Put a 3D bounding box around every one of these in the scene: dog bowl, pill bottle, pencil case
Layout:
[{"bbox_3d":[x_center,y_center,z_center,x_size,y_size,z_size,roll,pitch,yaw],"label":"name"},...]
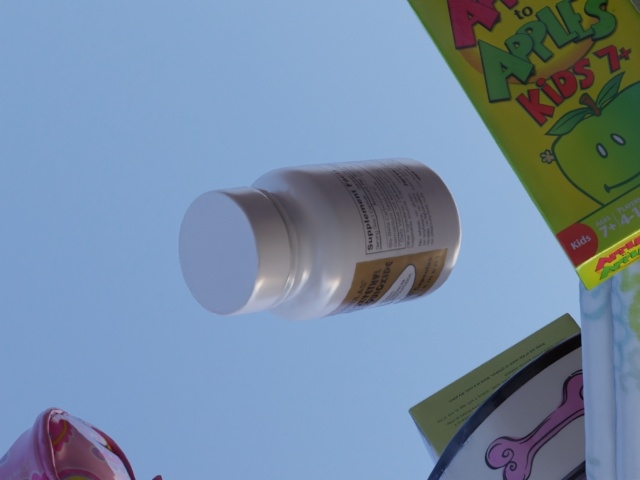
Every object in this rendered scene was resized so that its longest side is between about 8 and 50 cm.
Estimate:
[{"bbox_3d":[0.293,0.262,1.276,0.408,0.408,0.150,10,-151,-32],"label":"dog bowl"},{"bbox_3d":[0.000,0.000,1.195,0.229,0.131,0.131,-8,-122,-43],"label":"pill bottle"},{"bbox_3d":[-0.242,0.227,0.948,0.124,0.284,0.124,51,-166,-18],"label":"pencil case"}]

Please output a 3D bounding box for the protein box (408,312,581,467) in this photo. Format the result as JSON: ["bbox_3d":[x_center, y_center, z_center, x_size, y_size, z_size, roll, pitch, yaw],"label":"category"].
[{"bbox_3d":[0.234,0.225,1.437,0.201,0.200,0.136,55,174,41],"label":"protein box"}]

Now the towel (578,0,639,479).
[{"bbox_3d":[0.311,0.025,0.819,0.321,0.374,0.090,-7,-170,-13],"label":"towel"}]

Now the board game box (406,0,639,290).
[{"bbox_3d":[0.123,-0.077,0.696,0.181,0.092,0.043,62,-171,24],"label":"board game box"}]
